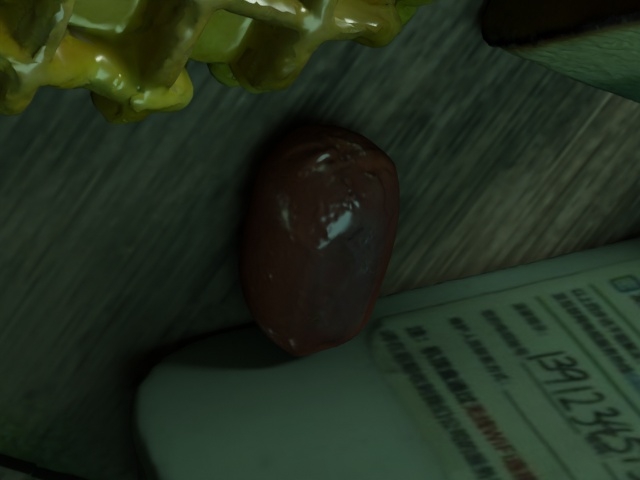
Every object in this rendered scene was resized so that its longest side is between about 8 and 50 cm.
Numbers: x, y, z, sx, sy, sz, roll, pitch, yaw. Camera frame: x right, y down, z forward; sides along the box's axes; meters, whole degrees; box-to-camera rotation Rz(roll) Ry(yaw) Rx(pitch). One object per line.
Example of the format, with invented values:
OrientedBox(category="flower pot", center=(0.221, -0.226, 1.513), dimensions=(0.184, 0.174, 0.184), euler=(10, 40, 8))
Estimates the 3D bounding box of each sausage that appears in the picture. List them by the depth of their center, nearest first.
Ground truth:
OrientedBox(category="sausage", center=(0.000, 0.000, 0.637), dimensions=(0.059, 0.054, 0.094), euler=(-1, 124, -24))

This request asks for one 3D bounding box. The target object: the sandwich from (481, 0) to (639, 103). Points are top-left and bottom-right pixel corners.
OrientedBox(category="sandwich", center=(0.177, -0.109, 0.557), dimensions=(0.108, 0.186, 0.220), euler=(21, 113, -32))

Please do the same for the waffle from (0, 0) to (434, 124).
OrientedBox(category="waffle", center=(-0.029, -0.170, 0.497), dimensions=(0.329, 0.062, 0.329), euler=(-12, 127, -16))

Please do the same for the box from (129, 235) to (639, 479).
OrientedBox(category="box", center=(0.162, 0.141, 0.593), dimensions=(0.397, 0.396, 0.111), euler=(-12, 126, -16))
